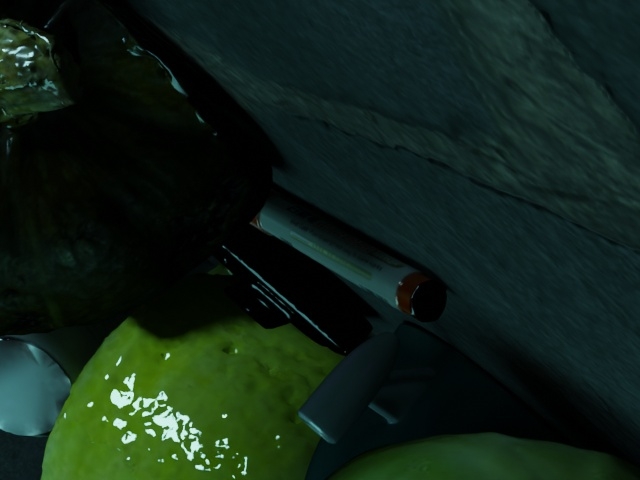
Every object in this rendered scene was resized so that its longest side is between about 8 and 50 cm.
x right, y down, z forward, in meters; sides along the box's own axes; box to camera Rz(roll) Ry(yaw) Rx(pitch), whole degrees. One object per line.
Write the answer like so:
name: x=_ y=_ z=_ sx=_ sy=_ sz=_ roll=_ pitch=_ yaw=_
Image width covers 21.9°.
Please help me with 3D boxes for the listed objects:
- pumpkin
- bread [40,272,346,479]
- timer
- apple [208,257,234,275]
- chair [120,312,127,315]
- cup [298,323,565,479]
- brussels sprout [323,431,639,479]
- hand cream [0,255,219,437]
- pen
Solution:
pumpkin: x=-0.202 y=-0.059 z=0.917 sx=0.325 sy=0.232 sz=0.242 roll=38 pitch=171 yaw=-11
bread: x=-0.048 y=0.224 z=1.519 sx=0.308 sy=0.348 sz=0.348 roll=23 pitch=165 yaw=30
timer: x=-0.036 y=0.037 z=1.302 sx=0.144 sy=0.055 sz=0.187 roll=40 pitch=173 yaw=-5
apple: x=-0.115 y=0.099 z=1.892 sx=0.193 sy=0.120 sz=0.265 roll=51 pitch=171 yaw=3
chair: x=-0.205 y=-0.026 z=1.499 sx=0.221 sy=0.140 sz=0.145 roll=34 pitch=173 yaw=19
cup: x=0.066 y=0.173 z=1.138 sx=0.167 sy=0.173 sz=0.300 roll=33 pitch=169 yaw=40
brussels sprout: x=0.098 y=0.265 z=0.953 sx=0.328 sy=0.247 sz=0.328 roll=17 pitch=133 yaw=19
hand cream: x=-0.230 y=0.051 z=1.630 sx=0.185 sy=0.118 sz=0.359 roll=38 pitch=-146 yaw=-5
pen: x=0.000 y=0.000 z=0.996 sx=0.028 sy=0.028 sz=0.239 roll=45 pitch=171 yaw=-35
